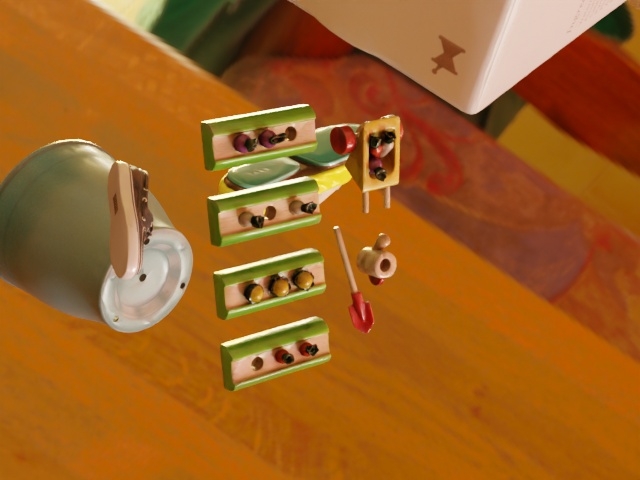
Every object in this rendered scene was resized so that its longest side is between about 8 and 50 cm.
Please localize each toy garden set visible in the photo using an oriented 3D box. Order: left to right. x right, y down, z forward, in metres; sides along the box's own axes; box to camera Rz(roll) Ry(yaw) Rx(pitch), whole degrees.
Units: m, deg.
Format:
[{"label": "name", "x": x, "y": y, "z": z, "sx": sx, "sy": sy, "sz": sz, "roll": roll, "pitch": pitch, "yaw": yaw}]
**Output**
[{"label": "toy garden set", "x": 0.000, "y": 0.000, "z": 1.066, "sx": 0.203, "sy": 0.049, "sz": 0.244, "roll": -14, "pitch": 108, "yaw": -33}]

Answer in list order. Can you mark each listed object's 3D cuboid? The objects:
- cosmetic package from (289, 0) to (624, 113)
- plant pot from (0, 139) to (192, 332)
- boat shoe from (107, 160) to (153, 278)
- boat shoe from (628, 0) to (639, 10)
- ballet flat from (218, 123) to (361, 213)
[{"label": "cosmetic package", "x": 0.172, "y": -0.402, "z": 1.206, "sx": 0.329, "sy": 0.327, "sz": 0.393, "roll": 35, "pitch": 47, "yaw": 19}, {"label": "plant pot", "x": -0.351, "y": 0.011, "z": 1.868, "sx": 0.271, "sy": 0.272, "sz": 0.255, "roll": -25, "pitch": 42, "yaw": -38}, {"label": "boat shoe", "x": -0.191, "y": -0.022, "z": 1.197, "sx": 0.040, "sy": 0.049, "sz": 0.142, "roll": 10, "pitch": 51, "yaw": -28}, {"label": "boat shoe", "x": 0.177, "y": -0.175, "z": 0.510, "sx": 0.063, "sy": 0.184, "sz": 0.066, "roll": -33, "pitch": 58, "yaw": -17}, {"label": "ballet flat", "x": -0.027, "y": -0.066, "z": 1.297, "sx": 0.077, "sy": 0.077, "sz": 0.231, "roll": 29, "pitch": 37, "yaw": 31}]
